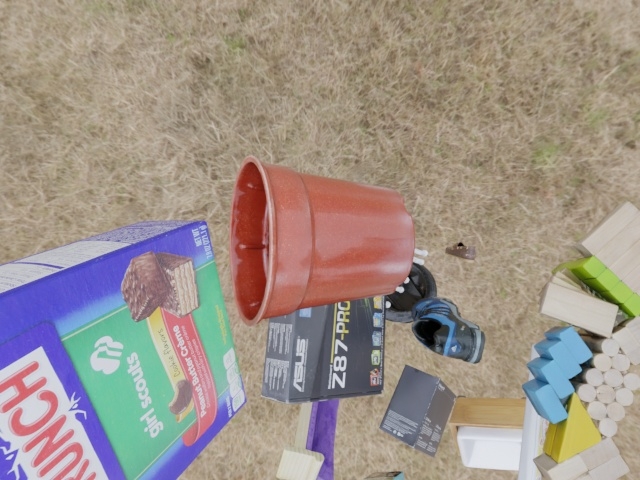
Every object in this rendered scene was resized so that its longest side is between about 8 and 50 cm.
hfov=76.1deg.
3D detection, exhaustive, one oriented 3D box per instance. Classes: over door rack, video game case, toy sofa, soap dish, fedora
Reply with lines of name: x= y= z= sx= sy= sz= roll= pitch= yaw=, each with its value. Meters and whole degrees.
over door rack: x=0.245 y=0.093 z=1.378 sx=0.108 sy=0.324 sz=0.240 roll=29 pitch=109 yaw=-9
video game case: x=0.390 y=0.318 z=0.677 sx=0.206 sy=0.026 sz=0.227 roll=38 pitch=60 yaw=-32
toy sofa: x=-0.015 y=0.573 z=1.312 sx=0.177 sy=0.363 sz=0.150 roll=14 pitch=120 yaw=-1
soap dish: x=0.479 y=0.525 z=1.110 sx=0.228 sy=0.118 sz=0.291 roll=-6 pitch=137 yaw=19
fedora: x=0.329 y=0.230 z=1.717 sx=0.334 sy=0.334 sz=0.153 roll=-19 pitch=133 yaw=-2

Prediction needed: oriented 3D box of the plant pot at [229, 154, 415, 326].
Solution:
plant pot: x=0.000 y=0.000 z=0.711 sx=0.265 sy=0.272 sz=0.273 roll=0 pitch=94 yaw=-24

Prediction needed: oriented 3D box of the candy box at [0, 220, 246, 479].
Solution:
candy box: x=-0.233 y=0.143 z=0.420 sx=0.122 sy=0.317 sz=0.268 roll=-1 pitch=107 yaw=28

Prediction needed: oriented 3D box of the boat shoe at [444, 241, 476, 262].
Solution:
boat shoe: x=0.610 y=0.043 z=1.778 sx=0.073 sy=0.207 sz=0.073 roll=0 pitch=97 yaw=-13

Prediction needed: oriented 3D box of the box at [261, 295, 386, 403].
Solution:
box: x=0.029 y=0.151 z=0.941 sx=0.318 sy=0.097 sz=0.395 roll=17 pitch=73 yaw=-43

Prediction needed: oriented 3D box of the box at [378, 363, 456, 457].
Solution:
box: x=0.466 y=0.800 z=1.913 sx=0.313 sy=0.178 sz=0.343 roll=-61 pitch=139 yaw=-18

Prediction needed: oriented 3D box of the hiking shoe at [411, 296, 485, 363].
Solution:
hiking shoe: x=0.288 y=0.206 z=1.043 sx=0.132 sy=0.304 sz=0.113 roll=12 pitch=94 yaw=-12

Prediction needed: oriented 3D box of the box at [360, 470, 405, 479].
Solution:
box: x=0.161 y=0.685 z=1.119 sx=0.100 sy=0.244 sz=0.060 roll=-14 pitch=66 yaw=18

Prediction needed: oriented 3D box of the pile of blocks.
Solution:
pile of blocks: x=0.331 y=0.133 z=0.534 sx=0.148 sy=0.112 sz=0.362 roll=23 pitch=82 yaw=8
